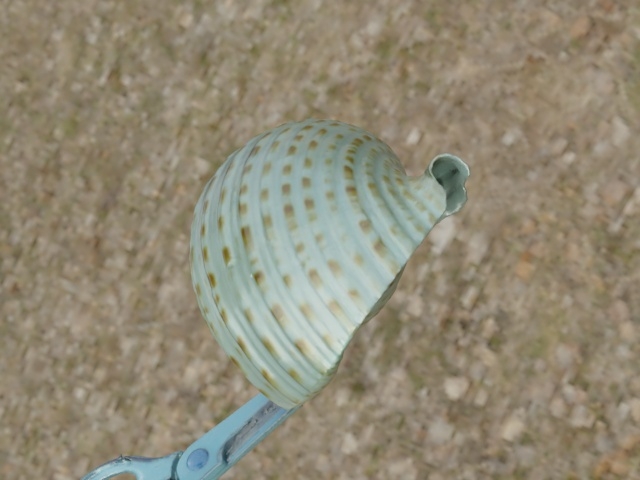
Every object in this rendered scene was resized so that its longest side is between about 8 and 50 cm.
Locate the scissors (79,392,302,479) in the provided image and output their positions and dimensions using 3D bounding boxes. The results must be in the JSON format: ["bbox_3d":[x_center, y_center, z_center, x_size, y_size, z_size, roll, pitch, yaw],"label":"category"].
[{"bbox_3d":[-0.145,0.258,1.612,0.393,0.032,0.180,-39,45,-4],"label":"scissors"}]

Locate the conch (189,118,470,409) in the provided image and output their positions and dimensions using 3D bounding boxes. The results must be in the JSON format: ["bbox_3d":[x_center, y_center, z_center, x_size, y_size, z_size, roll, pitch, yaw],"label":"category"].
[{"bbox_3d":[-0.009,-0.005,0.821,0.172,0.131,0.200,-49,-5,-43],"label":"conch"}]
